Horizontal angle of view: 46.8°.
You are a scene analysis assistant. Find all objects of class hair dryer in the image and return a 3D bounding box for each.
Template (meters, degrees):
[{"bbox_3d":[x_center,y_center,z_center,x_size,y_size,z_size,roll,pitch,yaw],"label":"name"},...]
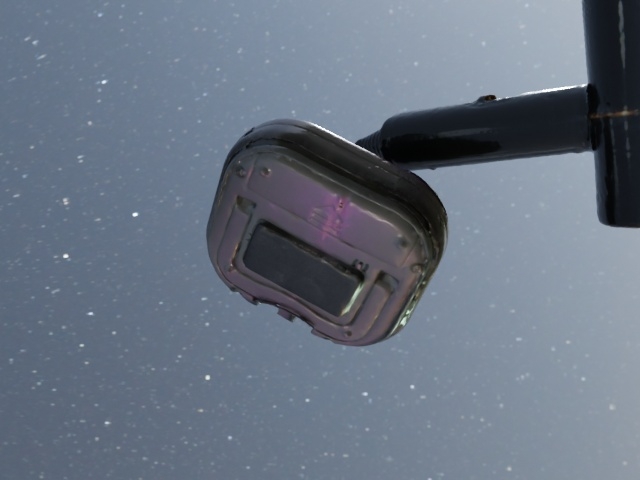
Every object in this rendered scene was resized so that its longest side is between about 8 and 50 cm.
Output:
[{"bbox_3d":[0.149,-0.109,0.595,0.107,0.352,0.189,-14,-80,-45],"label":"hair dryer"}]

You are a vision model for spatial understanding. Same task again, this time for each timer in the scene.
[{"bbox_3d":[0.000,0.000,0.662,0.069,0.209,0.190,-60,-6,-51],"label":"timer"}]
